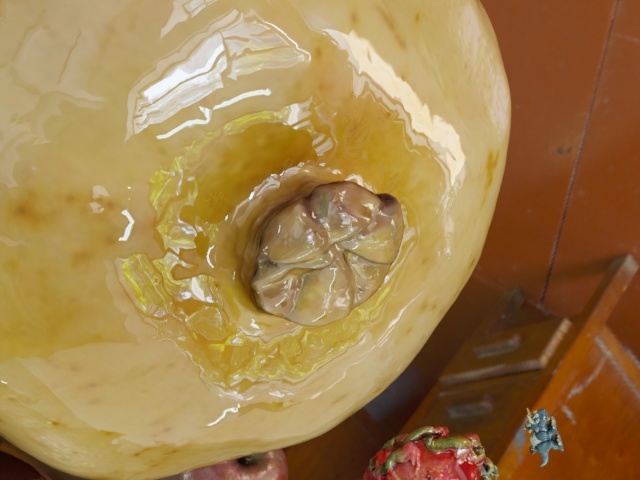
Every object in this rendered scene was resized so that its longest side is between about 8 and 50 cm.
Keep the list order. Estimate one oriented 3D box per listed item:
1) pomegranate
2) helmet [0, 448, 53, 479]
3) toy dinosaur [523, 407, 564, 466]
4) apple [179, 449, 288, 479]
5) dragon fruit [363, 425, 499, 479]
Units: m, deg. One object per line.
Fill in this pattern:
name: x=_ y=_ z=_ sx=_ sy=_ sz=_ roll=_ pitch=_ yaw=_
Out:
pomegranate: x=-0.082 y=-0.054 z=0.516 sx=0.412 sy=0.411 sz=0.411 roll=26 pitch=139 yaw=24
helmet: x=-0.269 y=0.289 z=0.600 sx=0.338 sy=0.230 sz=0.384 roll=-14 pitch=93 yaw=11
toy dinosaur: x=0.312 y=0.275 z=1.238 sx=0.047 sy=0.030 sz=0.083 roll=-18 pitch=99 yaw=15
apple: x=-0.127 y=0.331 z=1.254 sx=0.153 sy=0.153 sz=0.120 roll=41 pitch=131 yaw=6
dragon fruit: x=0.161 y=0.348 z=1.260 sx=0.172 sy=0.160 sz=0.166 roll=-36 pitch=96 yaw=20
